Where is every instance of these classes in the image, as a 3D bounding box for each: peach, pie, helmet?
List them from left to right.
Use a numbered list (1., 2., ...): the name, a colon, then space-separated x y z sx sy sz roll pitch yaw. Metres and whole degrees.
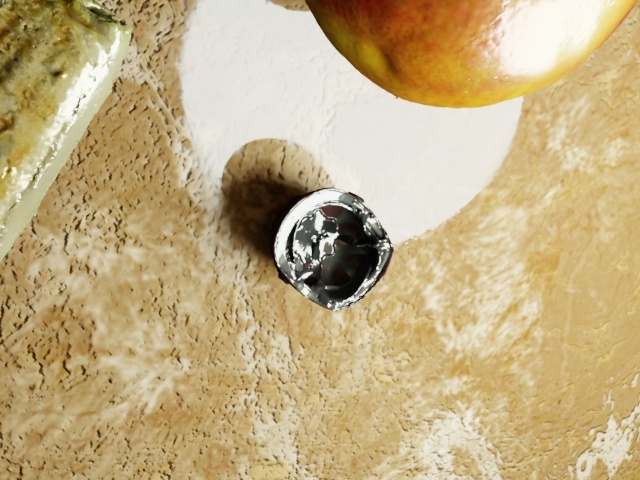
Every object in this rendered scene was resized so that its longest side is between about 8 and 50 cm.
1. pie: -0.245 -0.074 0.838 0.128 0.068 0.282 29 101 -24
2. helmet: 0.000 0.000 1.007 0.098 0.070 0.123 -48 121 -4
3. peach: 0.104 -0.234 0.827 0.281 0.238 0.281 8 121 13
